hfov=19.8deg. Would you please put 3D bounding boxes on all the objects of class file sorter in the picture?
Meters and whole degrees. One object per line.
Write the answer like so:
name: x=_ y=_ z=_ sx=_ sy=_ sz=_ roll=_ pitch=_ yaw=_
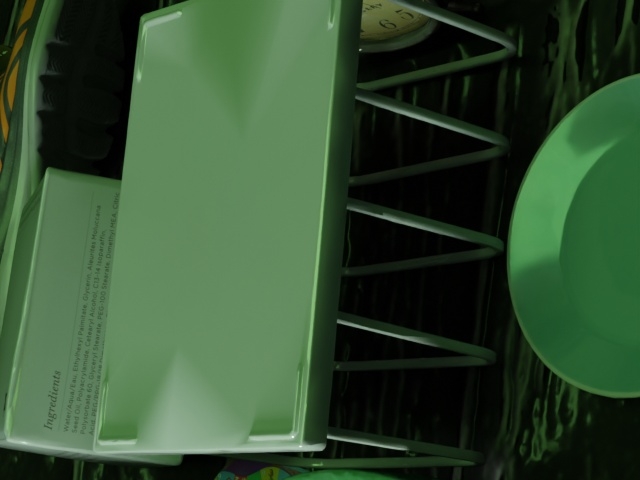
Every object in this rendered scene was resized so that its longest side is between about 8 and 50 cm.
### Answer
file sorter: x=0.000 y=0.000 z=1.111 sx=0.193 sy=0.173 sz=0.278 roll=-9 pitch=71 yaw=48

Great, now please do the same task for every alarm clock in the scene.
alarm clock: x=0.002 y=-0.175 z=1.154 sx=0.129 sy=0.192 sz=0.064 roll=-11 pitch=69 yaw=44

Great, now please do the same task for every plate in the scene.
plate: x=0.183 y=-0.003 z=1.033 sx=0.188 sy=0.024 sz=0.188 roll=-16 pitch=67 yaw=44

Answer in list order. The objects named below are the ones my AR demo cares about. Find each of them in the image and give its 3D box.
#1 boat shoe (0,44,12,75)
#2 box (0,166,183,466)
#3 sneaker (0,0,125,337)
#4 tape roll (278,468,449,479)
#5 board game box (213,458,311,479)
boat shoe: x=-0.272 y=-0.091 z=1.538 sx=0.056 sy=0.048 sz=0.153 roll=32 pitch=109 yaw=34
box: x=-0.152 y=0.059 z=1.249 sx=0.181 sy=0.119 sz=0.182 roll=154 pitch=125 yaw=-74
sneaker: x=-0.266 y=-0.067 z=1.422 sx=0.180 sy=0.124 sz=0.321 roll=8 pitch=82 yaw=26
tape roll: x=0.027 y=0.293 z=1.044 sx=0.321 sy=0.077 sz=0.321 roll=-11 pitch=73 yaw=40
board game box: x=-0.046 y=0.210 z=1.203 sx=0.168 sy=0.033 sz=0.133 roll=10 pitch=86 yaw=47
